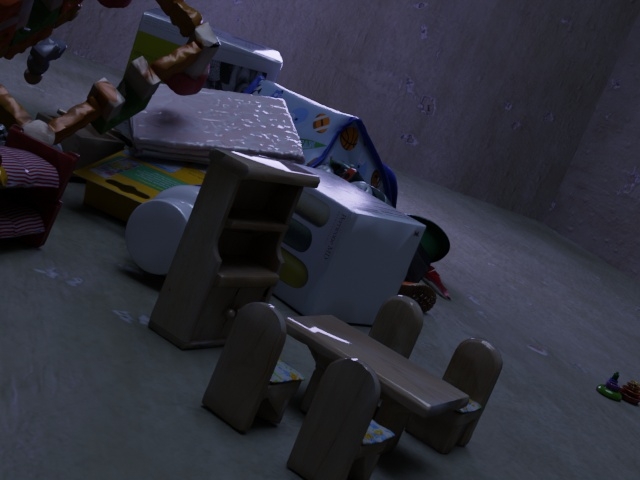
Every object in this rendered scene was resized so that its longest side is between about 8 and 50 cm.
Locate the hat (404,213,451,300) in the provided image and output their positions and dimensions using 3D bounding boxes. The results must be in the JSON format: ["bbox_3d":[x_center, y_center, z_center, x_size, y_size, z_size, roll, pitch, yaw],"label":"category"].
[{"bbox_3d":[0.197,0.058,2.284,0.173,0.183,0.208,31,-34,-12],"label":"hat"}]

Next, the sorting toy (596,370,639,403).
[{"bbox_3d":[0.581,0.283,1.929,0.102,0.042,0.061,15,13,-29],"label":"sorting toy"}]

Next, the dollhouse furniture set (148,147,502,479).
[{"bbox_3d":[0.011,0.081,1.251,0.394,0.256,0.362,28,13,29],"label":"dollhouse furniture set"}]

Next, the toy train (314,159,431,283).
[{"bbox_3d":[0.096,-0.027,1.999,0.190,0.142,0.334,30,-16,39],"label":"toy train"}]

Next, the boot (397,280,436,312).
[{"bbox_3d":[0.153,0.098,1.948,0.158,0.059,0.085,13,9,-33],"label":"boot"}]

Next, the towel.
[{"bbox_3d":[-0.211,-0.225,1.946,0.332,0.053,0.317,6,28,-15],"label":"towel"}]

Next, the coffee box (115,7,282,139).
[{"bbox_3d":[-0.307,-0.350,2.437,0.338,0.334,0.337,19,13,-8],"label":"coffee box"}]

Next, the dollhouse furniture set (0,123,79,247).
[{"bbox_3d":[-0.557,-0.119,1.365,0.374,0.152,0.201,24,12,11],"label":"dollhouse furniture set"}]

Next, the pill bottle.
[{"bbox_3d":[-0.189,-0.014,1.574,0.152,0.152,0.272,26,12,17],"label":"pill bottle"}]

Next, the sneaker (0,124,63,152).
[{"bbox_3d":[-0.577,-0.184,1.748,0.281,0.105,0.115,15,13,-32],"label":"sneaker"}]

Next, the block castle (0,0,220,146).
[{"bbox_3d":[-0.428,-0.309,1.720,0.453,0.213,0.303,-39,90,-32],"label":"block castle"}]

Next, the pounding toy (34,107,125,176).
[{"bbox_3d":[-0.479,-0.188,1.978,0.181,0.094,0.206,29,13,26],"label":"pounding toy"}]

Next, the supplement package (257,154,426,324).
[{"bbox_3d":[0.000,0.000,1.742,0.198,0.199,0.263,10,17,-47],"label":"supplement package"}]

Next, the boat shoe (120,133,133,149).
[{"bbox_3d":[-0.396,-0.180,2.157,0.228,0.068,0.081,27,12,23],"label":"boat shoe"}]

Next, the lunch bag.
[{"bbox_3d":[-0.015,-0.149,2.250,0.328,0.239,0.385,30,-19,39],"label":"lunch bag"}]

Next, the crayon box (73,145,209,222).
[{"bbox_3d":[-0.281,-0.098,1.811,0.203,0.083,0.323,23,26,16],"label":"crayon box"}]
